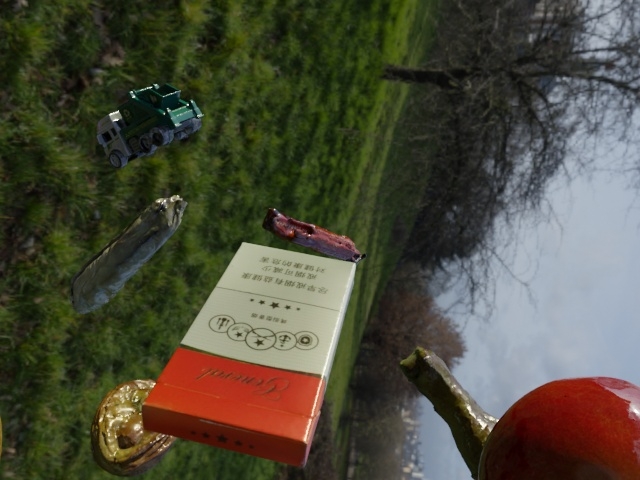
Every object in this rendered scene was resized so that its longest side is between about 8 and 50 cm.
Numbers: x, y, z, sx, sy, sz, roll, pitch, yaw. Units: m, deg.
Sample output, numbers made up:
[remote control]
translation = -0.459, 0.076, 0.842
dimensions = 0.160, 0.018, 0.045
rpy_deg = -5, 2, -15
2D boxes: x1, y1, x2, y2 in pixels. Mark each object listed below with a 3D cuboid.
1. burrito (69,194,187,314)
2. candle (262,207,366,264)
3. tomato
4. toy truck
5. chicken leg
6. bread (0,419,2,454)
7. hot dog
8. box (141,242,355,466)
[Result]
[burrito]
translation = -0.217, 0.013, 0.616
dimensions = 0.045, 0.188, 0.058
rpy_deg = 27, 27, -53
[candle]
translation = 0.000, 0.000, 1.141
dimensions = 0.301, 0.084, 0.059
rpy_deg = 22, 107, -46
[tomato]
translation = 0.221, 0.208, 0.438
dimensions = 0.136, 0.195, 0.195
rpy_deg = 5, 89, -52
[toy truck]
translation = -0.336, -0.227, 1.042
dimensions = 0.110, 0.215, 0.116
rpy_deg = -43, 112, -51
[chicken leg]
translation = 0.284, 0.333, 0.915
dimensions = 0.140, 0.361, 0.211
rpy_deg = -39, 172, -25
[bread]
translation = -0.394, 0.241, 0.645
dimensions = 0.110, 0.024, 0.110
rpy_deg = 179, -90, -65
[hot dog]
translation = -0.401, 0.407, 1.220
dimensions = 0.272, 0.196, 0.122
rpy_deg = -68, 173, -80
[box]
translation = -0.051, 0.088, 0.515
dimensions = 0.245, 0.138, 0.035
rpy_deg = -71, 169, -55
